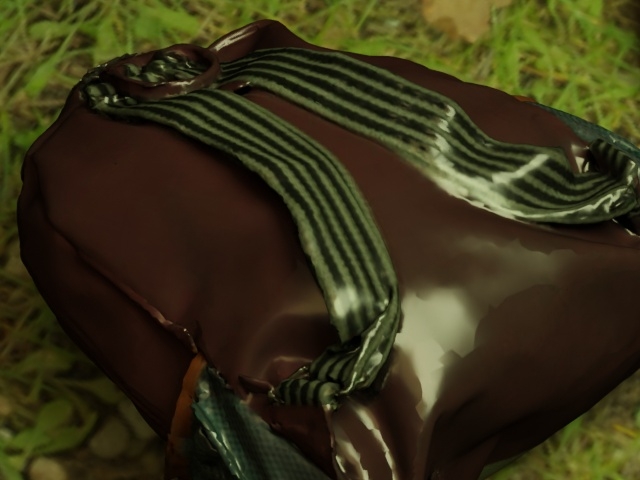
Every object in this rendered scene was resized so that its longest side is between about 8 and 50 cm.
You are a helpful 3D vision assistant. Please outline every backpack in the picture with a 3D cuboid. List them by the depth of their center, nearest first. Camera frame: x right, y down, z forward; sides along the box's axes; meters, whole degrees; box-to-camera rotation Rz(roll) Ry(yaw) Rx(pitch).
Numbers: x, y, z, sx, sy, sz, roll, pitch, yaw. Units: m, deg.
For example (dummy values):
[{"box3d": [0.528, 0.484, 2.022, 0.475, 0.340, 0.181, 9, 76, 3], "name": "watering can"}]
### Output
[{"box3d": [0.000, 0.000, 0.944, 0.283, 0.197, 0.317, -37, 62, -28], "name": "backpack"}]
